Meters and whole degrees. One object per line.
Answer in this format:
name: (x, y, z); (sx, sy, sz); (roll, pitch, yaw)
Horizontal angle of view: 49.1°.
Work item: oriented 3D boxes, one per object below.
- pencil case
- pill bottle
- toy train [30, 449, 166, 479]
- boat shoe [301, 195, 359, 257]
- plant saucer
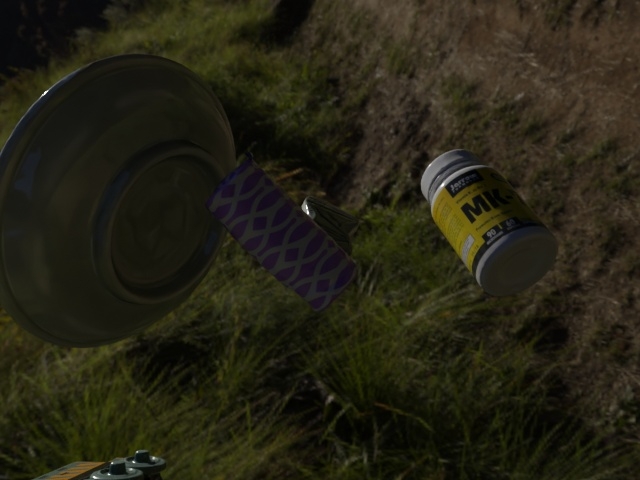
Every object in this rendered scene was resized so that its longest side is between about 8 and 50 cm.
pencil case: (-0.047, -0.005, 0.846); (0.086, 0.206, 0.088); (-44, 5, -6)
pill bottle: (0.231, -0.032, 0.998); (0.119, 0.119, 0.208); (-64, 36, 32)
toy train: (-0.349, 0.388, 1.011); (0.334, 0.190, 0.142); (27, -116, -80)
boat shoe: (0.002, 0.002, 1.316); (0.103, 0.118, 0.320); (-62, 9, 19)
plant saucer: (-0.223, -0.031, 0.908); (0.101, 0.400, 0.400); (23, 101, 30)
